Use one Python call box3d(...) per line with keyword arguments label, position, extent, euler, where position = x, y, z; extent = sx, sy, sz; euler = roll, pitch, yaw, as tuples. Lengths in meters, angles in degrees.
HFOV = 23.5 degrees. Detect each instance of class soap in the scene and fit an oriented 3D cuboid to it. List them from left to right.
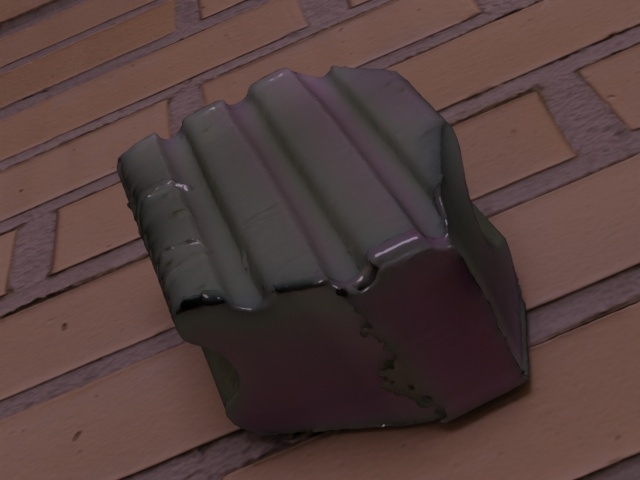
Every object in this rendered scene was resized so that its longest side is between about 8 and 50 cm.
box3d(label="soap", position=(0.000, 0.000, 1.245), extent=(0.261, 0.156, 0.446), euler=(-26, 25, -4))
